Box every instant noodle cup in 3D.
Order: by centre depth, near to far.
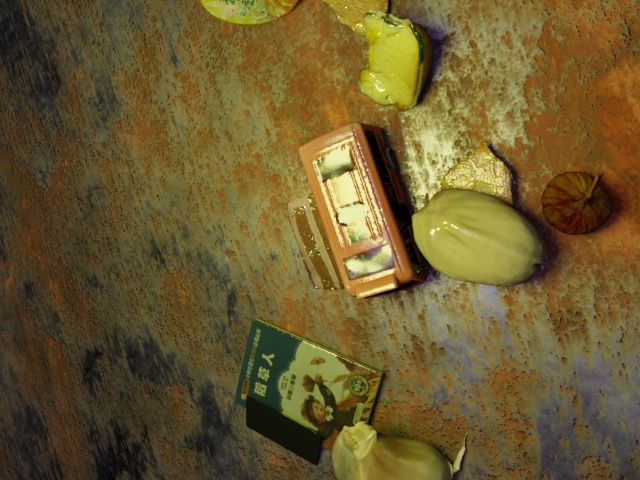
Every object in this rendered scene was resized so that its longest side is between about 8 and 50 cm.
[{"bbox_3d":[-0.194,-0.721,1.192,0.264,0.264,0.200,-9,86,23],"label":"instant noodle cup"}]

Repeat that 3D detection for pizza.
[{"bbox_3d":[0.387,-0.159,1.122,0.182,0.062,0.161,12,108,26],"label":"pizza"}]

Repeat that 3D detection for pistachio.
[{"bbox_3d":[0.369,0.002,1.061,0.332,0.226,0.207,20,86,0],"label":"pistachio"}]

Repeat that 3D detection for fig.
[{"bbox_3d":[0.561,-0.080,0.984,0.146,0.201,0.133,34,98,8],"label":"fig"}]

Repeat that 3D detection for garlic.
[{"bbox_3d":[0.194,0.606,1.237,0.340,0.231,0.245,10,80,-19],"label":"garlic"}]

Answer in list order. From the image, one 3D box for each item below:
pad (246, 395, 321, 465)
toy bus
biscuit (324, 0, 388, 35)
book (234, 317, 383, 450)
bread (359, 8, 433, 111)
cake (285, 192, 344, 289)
[{"bbox_3d":[-0.119,0.582,1.416,0.265,0.009,0.159,20,127,20],"label":"pad"},{"bbox_3d":[0.113,-0.066,1.148,0.203,0.233,0.427,-19,88,23],"label":"toy bus"},{"bbox_3d":[0.092,-0.632,1.193,0.224,0.033,0.144,41,108,13],"label":"biscuit"},{"bbox_3d":[-0.049,0.441,1.381,0.428,0.039,0.300,18,105,19],"label":"book"},{"bbox_3d":[0.192,-0.454,1.126,0.174,0.251,0.133,25,62,19],"label":"bread"},{"bbox_3d":[0.000,0.000,1.294,0.116,0.113,0.295,-8,106,25],"label":"cake"}]
